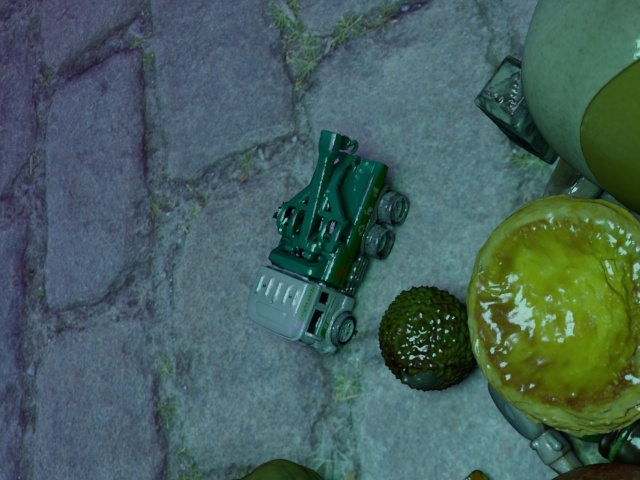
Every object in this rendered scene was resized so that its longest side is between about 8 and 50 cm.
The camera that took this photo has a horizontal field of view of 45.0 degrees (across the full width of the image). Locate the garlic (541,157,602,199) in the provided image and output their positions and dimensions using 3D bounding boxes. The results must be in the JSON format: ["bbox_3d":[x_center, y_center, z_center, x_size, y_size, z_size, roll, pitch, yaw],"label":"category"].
[{"bbox_3d":[0.384,-0.088,1.152,0.152,0.066,0.084,-65,26,-3],"label":"garlic"}]

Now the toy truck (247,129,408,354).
[{"bbox_3d":[0.003,0.004,1.311,0.176,0.178,0.364,20,91,36],"label":"toy truck"}]

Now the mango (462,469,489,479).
[{"bbox_3d":[0.239,0.423,1.095,0.101,0.066,0.188,-33,55,31],"label":"mango"}]

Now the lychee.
[{"bbox_3d":[0.163,0.143,1.176,0.171,0.171,0.171,-10,71,32],"label":"lychee"}]

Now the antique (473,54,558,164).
[{"bbox_3d":[0.310,-0.195,1.152,0.088,0.183,0.086,41,100,34],"label":"antique"}]

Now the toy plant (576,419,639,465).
[{"bbox_3d":[0.387,0.241,1.032,0.162,0.092,0.093,33,96,39],"label":"toy plant"}]

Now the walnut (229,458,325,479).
[{"bbox_3d":[-0.086,0.494,1.176,0.282,0.253,0.277,-38,59,20],"label":"walnut"}]

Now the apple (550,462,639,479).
[{"bbox_3d":[0.368,0.431,0.873,0.348,0.277,0.349,-12,67,30],"label":"apple"}]

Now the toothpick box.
[{"bbox_3d":[0.491,-0.205,0.891,0.425,0.409,0.409,35,97,29],"label":"toothpick box"}]

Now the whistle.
[{"bbox_3d":[0.308,0.262,1.081,0.057,0.107,0.220,-32,71,-8],"label":"whistle"}]

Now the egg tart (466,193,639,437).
[{"bbox_3d":[0.338,0.095,1.005,0.319,0.128,0.319,-9,78,48],"label":"egg tart"}]
